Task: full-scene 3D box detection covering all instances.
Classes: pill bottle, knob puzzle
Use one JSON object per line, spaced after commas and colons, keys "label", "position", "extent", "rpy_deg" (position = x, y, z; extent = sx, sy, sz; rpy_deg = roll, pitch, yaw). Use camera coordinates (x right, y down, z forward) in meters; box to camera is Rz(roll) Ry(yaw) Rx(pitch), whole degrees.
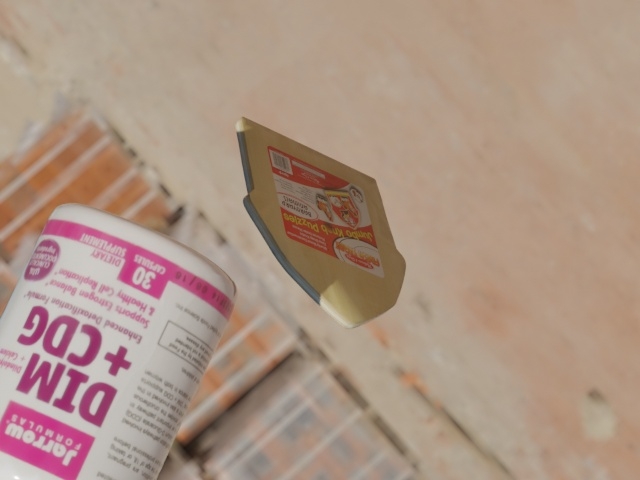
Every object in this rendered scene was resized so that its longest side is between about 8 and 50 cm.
{"label": "pill bottle", "position": [-0.188, 0.129, 1.456], "extent": [0.160, 0.283, 0.160], "rpy_deg": [23, 168, 5]}
{"label": "knob puzzle", "position": [0.000, 0.000, 1.687], "extent": [0.213, 0.030, 0.213], "rpy_deg": [34, -146, -28]}
